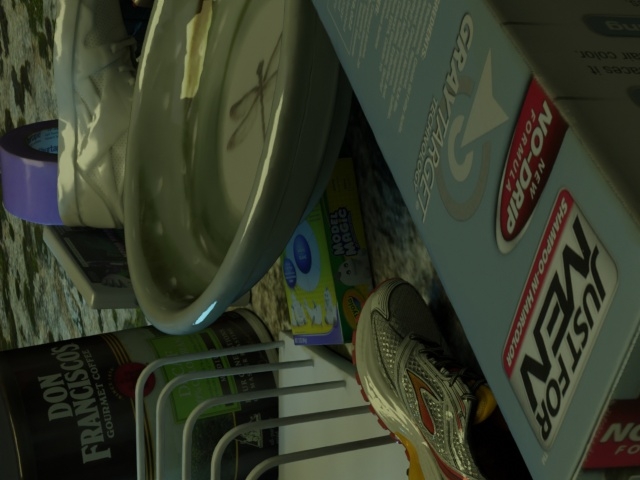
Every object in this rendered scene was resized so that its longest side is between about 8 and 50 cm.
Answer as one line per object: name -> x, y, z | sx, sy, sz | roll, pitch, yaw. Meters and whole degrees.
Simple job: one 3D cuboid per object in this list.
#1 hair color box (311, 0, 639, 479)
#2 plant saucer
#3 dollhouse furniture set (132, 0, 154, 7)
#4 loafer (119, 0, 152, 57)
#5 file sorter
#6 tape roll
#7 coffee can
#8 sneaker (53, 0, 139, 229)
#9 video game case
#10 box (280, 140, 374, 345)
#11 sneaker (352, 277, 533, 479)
hair color box -> 0.125, -0.070, 0.503 | 0.374, 0.185, 0.113 | -110, 25, -49
plant saucer -> -0.061, -0.116, 0.998 | 0.400, 0.100, 0.400 | -171, 90, -67
dollhouse furniture set -> -0.199, -0.305, 1.111 | 0.129, 0.184, 0.129 | 49, 121, 15
loafer -> -0.203, -0.305, 1.320 | 0.267, 0.096, 0.084 | -55, 41, 45
file sorter -> -0.038, 0.212, 1.023 | 0.278, 0.173, 0.193 | 24, 116, 61
tape roll -> -0.290, -0.086, 1.447 | 0.189, 0.189, 0.080 | 38, 132, 55
coffee can -> -0.192, 0.189, 1.225 | 0.201, 0.275, 0.201 | 31, 125, 58
sneaker -> -0.189, -0.149, 1.272 | 0.108, 0.169, 0.292 | -55, -30, -66
video game case -> -0.191, 0.025, 1.291 | 0.190, 0.173, 0.022 | 39, 123, 55
box -> 0.000, 0.000, 1.037 | 0.105, 0.043, 0.179 | -13, 84, 65
sneaker -> 0.098, 0.116, 0.842 | 0.093, 0.088, 0.225 | -49, 52, 33
